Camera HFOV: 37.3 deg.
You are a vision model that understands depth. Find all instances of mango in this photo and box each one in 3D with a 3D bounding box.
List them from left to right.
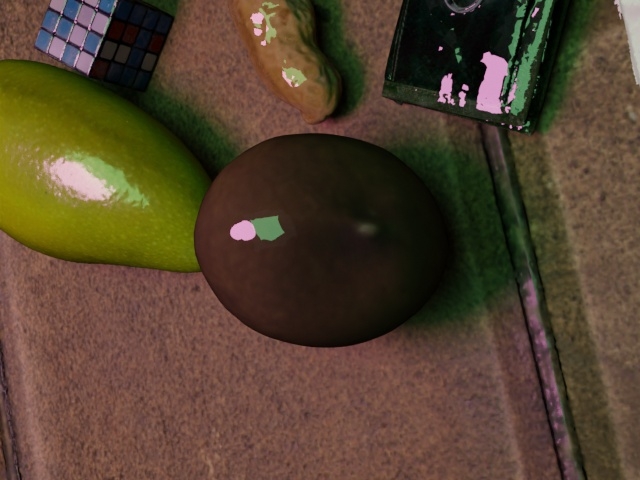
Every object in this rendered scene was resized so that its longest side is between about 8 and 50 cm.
[{"bbox_3d":[-0.242,-0.064,0.989,0.343,0.156,0.192,28,118,20],"label":"mango"}]

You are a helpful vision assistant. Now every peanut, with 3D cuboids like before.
[{"bbox_3d":[-0.032,-0.194,0.925,0.080,0.080,0.174,-33,77,24],"label":"peanut"}]

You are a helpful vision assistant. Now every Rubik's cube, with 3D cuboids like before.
[{"bbox_3d":[-0.233,-0.225,1.023,0.092,0.092,0.092,29,103,26],"label":"Rubik's cube"}]

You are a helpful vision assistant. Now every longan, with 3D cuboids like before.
[{"bbox_3d":[0.000,0.000,0.833,0.220,0.196,0.197,3,90,-5],"label":"longan"}]

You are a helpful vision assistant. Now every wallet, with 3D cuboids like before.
[{"bbox_3d":[0.145,-0.225,0.842,0.160,0.055,0.236,20,99,34],"label":"wallet"}]

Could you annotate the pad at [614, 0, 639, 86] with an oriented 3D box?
[{"bbox_3d":[0.352,-0.213,0.752,0.232,0.004,0.156,-16,82,27],"label":"pad"}]
